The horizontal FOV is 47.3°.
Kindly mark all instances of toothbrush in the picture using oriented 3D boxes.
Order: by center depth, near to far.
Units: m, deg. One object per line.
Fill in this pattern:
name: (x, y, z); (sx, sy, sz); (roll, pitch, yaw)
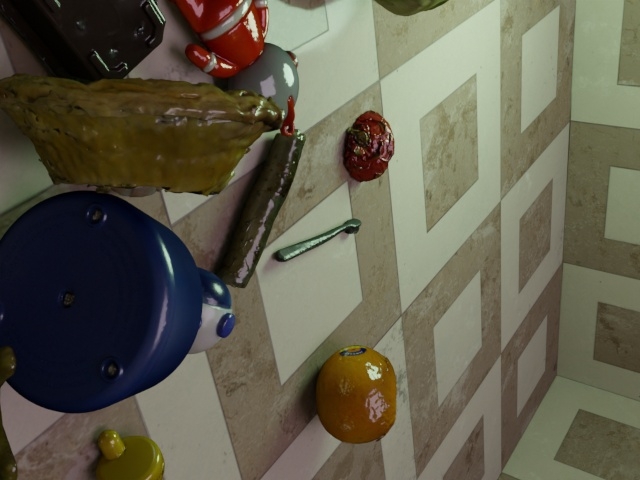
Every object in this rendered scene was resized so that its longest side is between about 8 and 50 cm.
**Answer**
toothbrush: (0.000, 0.000, 1.545); (0.297, 0.030, 0.031); (-23, 131, -52)

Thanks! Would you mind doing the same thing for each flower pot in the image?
flower pot: (-0.285, -0.297, 0.895); (0.179, 0.084, 0.251); (-48, 146, -13)

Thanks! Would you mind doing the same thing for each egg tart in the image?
egg tart: (-0.213, -0.122, 0.875); (0.345, 0.345, 0.133); (-3, 98, -56)

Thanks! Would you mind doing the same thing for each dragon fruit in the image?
dragon fruit: (0.107, -0.198, 1.585); (0.106, 0.083, 0.162); (-7, 111, -53)

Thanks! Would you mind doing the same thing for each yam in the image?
yam: (-0.105, -0.059, 1.329); (0.067, 0.071, 0.318); (25, 80, -20)

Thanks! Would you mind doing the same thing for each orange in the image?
orange: (0.082, 0.347, 1.649); (0.219, 0.192, 0.219); (-16, 90, -89)

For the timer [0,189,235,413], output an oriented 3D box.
timer: (-0.248, 0.092, 1.046); (0.383, 0.270, 0.271); (22, 84, -71)

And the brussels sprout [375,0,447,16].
brussels sprout: (0.166, -0.564, 1.368); (0.227, 0.259, 0.294); (-33, 153, -28)

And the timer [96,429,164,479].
timer: (-0.303, 0.354, 1.157); (0.107, 0.107, 0.109); (-47, 141, -37)

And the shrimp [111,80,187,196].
shrimp: (-0.231, -0.172, 1.091); (0.254, 0.059, 0.145); (-45, 120, -20)

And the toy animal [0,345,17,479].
toy animal: (-0.491, 0.218, 0.753); (0.363, 0.180, 0.181); (-20, 124, -50)

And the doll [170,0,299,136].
doll: (-0.121, -0.299, 1.189); (0.200, 0.105, 0.336); (-58, 136, -26)
